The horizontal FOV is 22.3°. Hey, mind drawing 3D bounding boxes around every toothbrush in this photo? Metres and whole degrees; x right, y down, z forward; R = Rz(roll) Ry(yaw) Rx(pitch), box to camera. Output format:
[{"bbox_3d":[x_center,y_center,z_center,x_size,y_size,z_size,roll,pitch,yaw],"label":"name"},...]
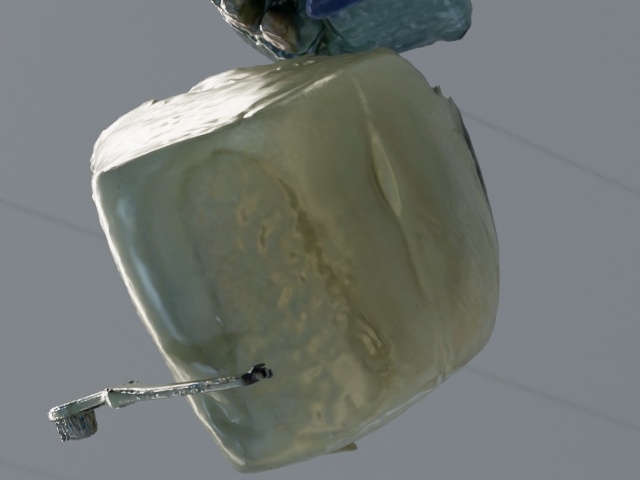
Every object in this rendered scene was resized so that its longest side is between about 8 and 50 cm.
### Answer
[{"bbox_3d":[-0.110,0.099,1.037,0.026,0.294,0.028,-17,-93,-34],"label":"toothbrush"}]

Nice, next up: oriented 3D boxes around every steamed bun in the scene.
[{"bbox_3d":[0.000,0.000,1.156,0.272,0.273,0.290,-32,-79,2],"label":"steamed bun"}]

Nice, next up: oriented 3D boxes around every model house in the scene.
[{"bbox_3d":[-0.032,-0.326,1.291,0.252,0.295,0.329,-16,-22,11],"label":"model house"}]
